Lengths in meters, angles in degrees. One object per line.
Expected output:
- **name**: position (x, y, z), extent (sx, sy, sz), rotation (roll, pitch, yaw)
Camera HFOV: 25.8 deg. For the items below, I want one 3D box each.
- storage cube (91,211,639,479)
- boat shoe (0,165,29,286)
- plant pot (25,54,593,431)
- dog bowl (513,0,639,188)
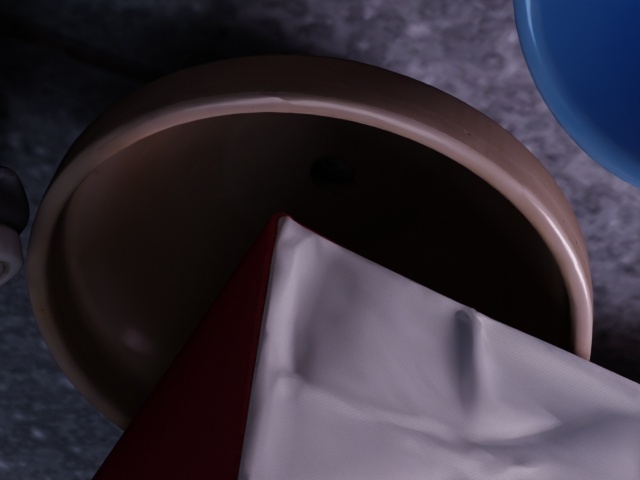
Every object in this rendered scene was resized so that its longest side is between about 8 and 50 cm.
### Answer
- **storage cube**: position (0.008, 0.140, 0.531), extent (0.184, 0.215, 0.193), rotation (26, 125, -14)
- **boat shoe**: position (-0.220, -0.003, 0.648), extent (0.112, 0.095, 0.335), rotation (2, 167, -33)
- **plant pot**: position (0.000, 0.000, 0.616), extent (0.237, 0.110, 0.237), rotation (5, 134, 5)
- **dog bowl**: position (0.164, -0.129, 0.435), extent (0.166, 0.074, 0.297), rotation (45, 136, 18)
